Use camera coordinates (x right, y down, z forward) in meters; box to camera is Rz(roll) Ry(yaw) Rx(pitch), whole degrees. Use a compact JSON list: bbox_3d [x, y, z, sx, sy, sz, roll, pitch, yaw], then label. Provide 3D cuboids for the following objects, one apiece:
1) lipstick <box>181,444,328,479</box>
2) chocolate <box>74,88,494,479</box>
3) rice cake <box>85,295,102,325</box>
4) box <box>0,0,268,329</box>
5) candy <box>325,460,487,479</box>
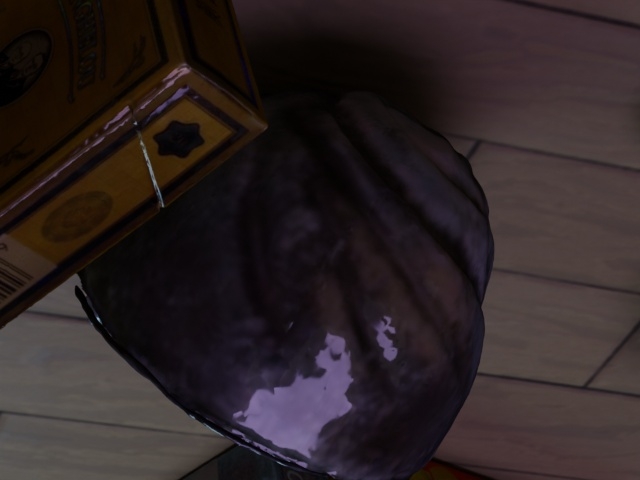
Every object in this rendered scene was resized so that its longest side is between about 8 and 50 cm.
[{"bbox_3d":[-0.150,0.298,1.816,0.371,0.080,0.076,-35,136,29],"label":"lipstick"},{"bbox_3d":[0.000,0.000,1.335,0.303,0.303,0.213,21,111,-33],"label":"chocolate"},{"bbox_3d":[-0.055,0.077,1.575,0.290,0.051,0.081,20,143,-34],"label":"rice cake"},{"bbox_3d":[-0.186,-0.069,1.216,0.301,0.193,0.084,-36,136,20],"label":"box"},{"bbox_3d":[0.095,0.284,1.844,0.276,0.088,0.146,24,130,-37],"label":"candy"}]
